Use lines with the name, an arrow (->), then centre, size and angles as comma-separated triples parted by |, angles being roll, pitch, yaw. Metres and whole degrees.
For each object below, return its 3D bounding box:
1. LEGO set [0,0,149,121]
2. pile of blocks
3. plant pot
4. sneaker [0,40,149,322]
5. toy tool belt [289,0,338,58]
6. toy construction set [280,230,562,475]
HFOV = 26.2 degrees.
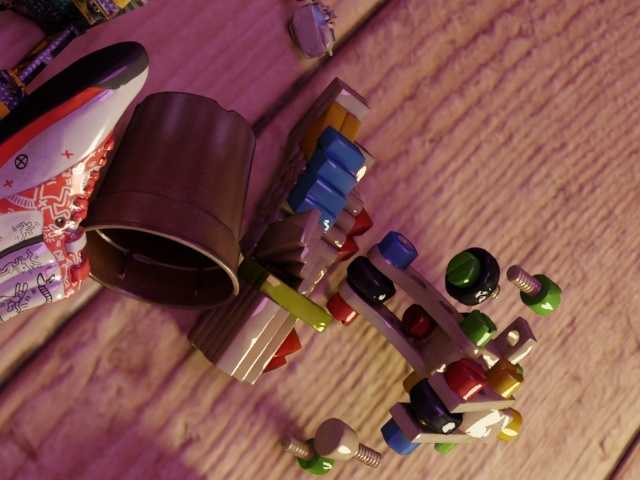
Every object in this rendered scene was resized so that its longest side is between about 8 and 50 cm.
LEGO set -> -0.290, -0.258, 1.207 | 0.255, 0.192, 0.331 | -43, 111, -37
pile of blocks -> 0.000, 0.000, 1.406 | 0.112, 0.149, 0.362 | 35, 64, -23
plant pot -> -0.139, -0.043, 1.322 | 0.167, 0.167, 0.165 | 29, 61, -26
sneaker -> -0.228, -0.044, 1.197 | 0.270, 0.090, 0.145 | -39, 116, -3
toy tool belt -> -0.007, -0.242, 1.507 | 0.051, 0.052, 0.083 | -26, 102, -65
toy construction set -> 0.127, 0.170, 1.442 | 0.237, 0.257, 0.309 | 33, 86, -38
